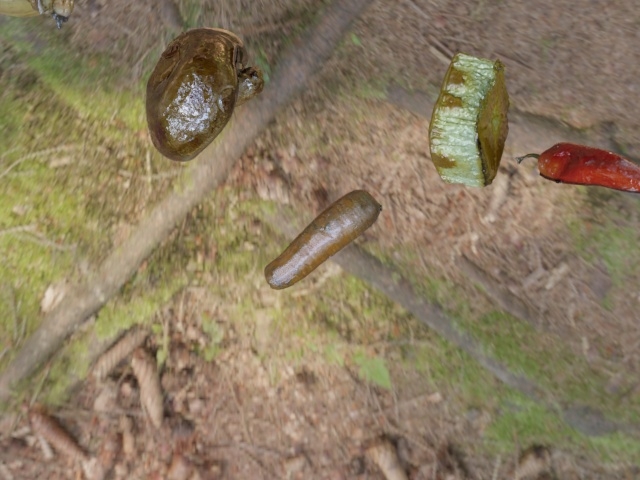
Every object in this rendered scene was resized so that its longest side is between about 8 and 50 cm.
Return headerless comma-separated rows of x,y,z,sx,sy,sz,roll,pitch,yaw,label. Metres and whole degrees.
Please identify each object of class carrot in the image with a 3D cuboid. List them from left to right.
0.000,0.000,1.552,0.186,0.060,0.060,-39,106,2,carrot

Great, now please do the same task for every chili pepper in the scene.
0.330,-0.092,1.445,0.059,0.268,0.050,-18,108,-21,chili pepper

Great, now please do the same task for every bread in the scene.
0.174,-0.138,1.341,0.069,0.140,0.128,11,65,22,bread

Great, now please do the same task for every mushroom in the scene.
-0.191,-0.223,1.736,0.194,0.231,0.138,-36,113,14,mushroom

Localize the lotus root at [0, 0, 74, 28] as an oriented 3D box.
-0.297,-0.302,1.090,0.257,0.140,0.154,42,138,18,lotus root
